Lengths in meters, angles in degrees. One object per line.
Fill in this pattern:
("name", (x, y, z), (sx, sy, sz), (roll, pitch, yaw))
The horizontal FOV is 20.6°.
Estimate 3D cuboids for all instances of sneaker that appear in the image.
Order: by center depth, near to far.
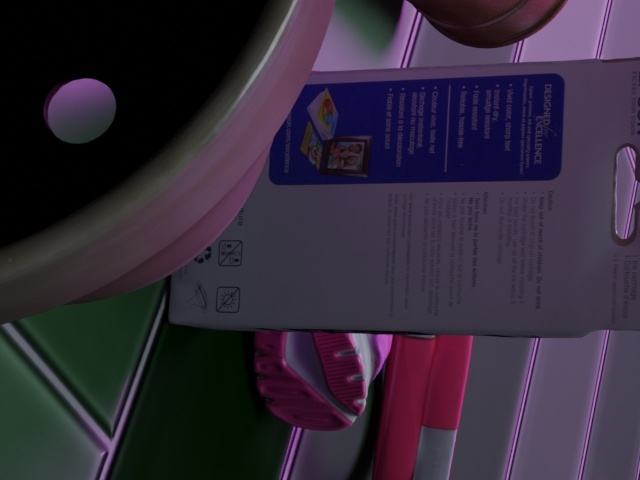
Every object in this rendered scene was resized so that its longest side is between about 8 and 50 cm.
("sneaker", (0.000, 0.000, 1.245), (0.111, 0.103, 0.252), (-42, 134, -63))

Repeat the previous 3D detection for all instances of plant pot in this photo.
("plant pot", (-0.134, -0.099, 0.748), (0.280, 0.323, 0.323), (60, 35, -74))
("plant pot", (0.102, -0.248, 1.394), (0.165, 0.167, 0.166), (9, 82, -57))

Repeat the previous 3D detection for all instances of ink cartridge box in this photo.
("ink cartridge box", (0.064, -0.023, 1.088), (0.065, 0.333, 0.165), (15, 78, -61))

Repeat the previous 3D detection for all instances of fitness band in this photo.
("fitness band", (0.077, 0.075, 1.334), (0.209, 0.054, 0.290), (-85, -177, -58))
